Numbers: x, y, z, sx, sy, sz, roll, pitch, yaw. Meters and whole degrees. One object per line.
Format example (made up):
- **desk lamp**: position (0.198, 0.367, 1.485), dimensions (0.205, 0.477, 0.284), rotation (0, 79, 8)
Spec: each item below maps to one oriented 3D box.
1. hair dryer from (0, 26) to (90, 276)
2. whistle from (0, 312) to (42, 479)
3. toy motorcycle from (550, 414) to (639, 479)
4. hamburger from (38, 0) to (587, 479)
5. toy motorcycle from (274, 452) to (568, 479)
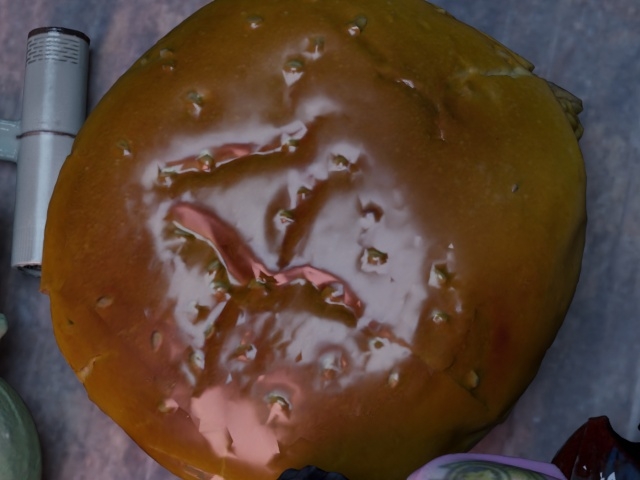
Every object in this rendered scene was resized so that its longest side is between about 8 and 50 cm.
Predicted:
- **hair dryer**: position (-0.235, -0.052, 1.256), dimensions (0.183, 0.044, 0.155), rotation (-3, 74, 17)
- **whistle**: position (-0.221, 0.088, 1.186), dimensions (0.126, 0.067, 0.258), rotation (-3, 83, 30)
- **toy motorcycle**: position (0.190, 0.178, 1.072), dimensions (0.122, 0.082, 0.213), rotation (-10, 84, 18)
- **hamburger**: position (0.000, 0.000, 1.118), dimensions (0.290, 0.170, 0.314), rotation (37, 85, 12)
- **toy motorcycle**: position (0.112, 0.222, 0.990), dimensions (0.327, 0.188, 0.143), rotation (46, 48, -6)
